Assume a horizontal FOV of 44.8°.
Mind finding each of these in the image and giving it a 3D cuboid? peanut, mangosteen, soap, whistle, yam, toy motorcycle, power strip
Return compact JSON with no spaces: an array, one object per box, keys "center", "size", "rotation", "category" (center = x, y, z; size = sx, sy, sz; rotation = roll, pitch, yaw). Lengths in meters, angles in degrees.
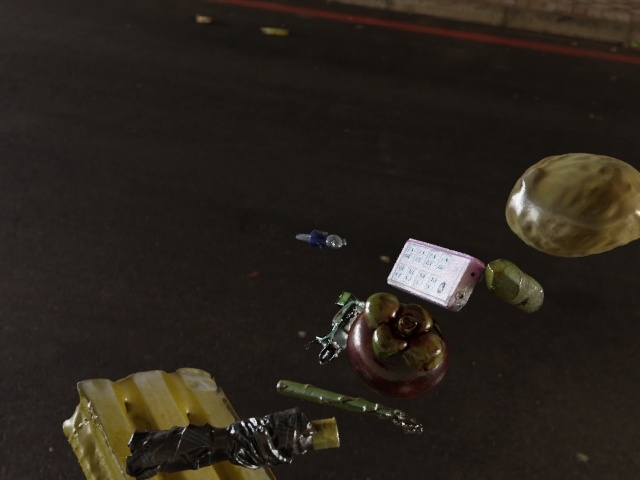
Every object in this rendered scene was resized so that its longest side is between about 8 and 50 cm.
[{"center":[0.303,-0.041,0.905],"size":[0.159,0.109,0.140],"rotation":[19,68,39],"category":"peanut"},{"center":[0.132,0.175,1.317],"size":[0.200,0.200,0.200],"rotation":[4,29,-2],"category":"mangosteen"},{"center":[-0.157,0.298,0.915],"size":[0.199,0.091,0.315],"rotation":[1,39,-48],"category":"soap"},{"center":[0.000,0.000,1.206],"size":[0.083,0.029,0.033],"rotation":[8,16,26],"category":"whistle"},{"center":[0.357,0.087,1.428],"size":[0.146,0.069,0.070],"rotation":[28,7,-46],"category":"yam"},{"center":[0.040,0.198,1.733],"size":[0.173,0.058,0.100],"rotation":[-55,28,-14],"category":"toy motorcycle"},{"center":[0.223,0.066,1.542],"size":[0.037,0.109,0.279],"rotation":[30,-4,-22],"category":"power strip"}]

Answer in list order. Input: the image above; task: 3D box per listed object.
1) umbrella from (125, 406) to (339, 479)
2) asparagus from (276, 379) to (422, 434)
[{"center":[-0.059,0.138,0.527],"size":[0.144,0.037,0.040],"rotation":[-7,-1,-3],"category":"umbrella"},{"center":[0.036,0.219,1.037],"size":[0.248,0.025,0.024],"rotation":[7,13,41],"category":"asparagus"}]
